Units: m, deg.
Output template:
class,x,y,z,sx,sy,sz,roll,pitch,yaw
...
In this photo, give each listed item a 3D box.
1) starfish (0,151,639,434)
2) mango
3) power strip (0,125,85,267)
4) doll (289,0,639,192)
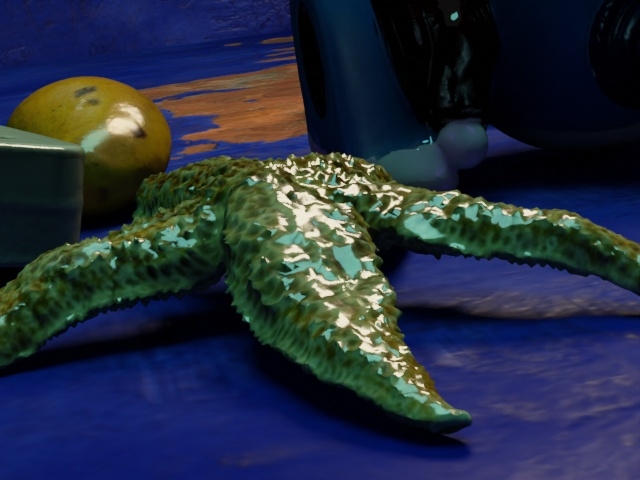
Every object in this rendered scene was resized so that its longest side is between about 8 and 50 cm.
class,x,y,z,sx,sy,sz,roll,pitch,yaw
starfish,0.001,-0.003,0.595,0.357,0.078,0.347,-2,11,18
mango,-0.167,-0.068,0.904,0.115,0.090,0.178,-26,23,-21
power strip,-0.300,-0.016,0.740,0.261,0.141,0.229,1,7,-35
doll,0.140,-0.158,0.840,0.309,0.240,0.284,-14,29,-7
